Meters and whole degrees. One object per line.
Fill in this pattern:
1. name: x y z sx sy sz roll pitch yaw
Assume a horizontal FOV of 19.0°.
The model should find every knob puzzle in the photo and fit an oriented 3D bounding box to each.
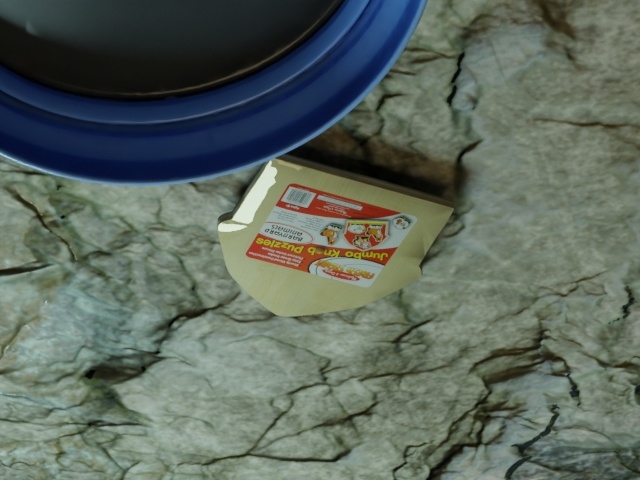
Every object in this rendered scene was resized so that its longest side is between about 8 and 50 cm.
1. knob puzzle: 0.000 0.000 1.681 0.213 0.030 0.213 -1 140 -1

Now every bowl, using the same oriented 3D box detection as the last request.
1. bowl: -0.115 -0.203 1.362 0.391 0.077 0.391 -8 138 -7
